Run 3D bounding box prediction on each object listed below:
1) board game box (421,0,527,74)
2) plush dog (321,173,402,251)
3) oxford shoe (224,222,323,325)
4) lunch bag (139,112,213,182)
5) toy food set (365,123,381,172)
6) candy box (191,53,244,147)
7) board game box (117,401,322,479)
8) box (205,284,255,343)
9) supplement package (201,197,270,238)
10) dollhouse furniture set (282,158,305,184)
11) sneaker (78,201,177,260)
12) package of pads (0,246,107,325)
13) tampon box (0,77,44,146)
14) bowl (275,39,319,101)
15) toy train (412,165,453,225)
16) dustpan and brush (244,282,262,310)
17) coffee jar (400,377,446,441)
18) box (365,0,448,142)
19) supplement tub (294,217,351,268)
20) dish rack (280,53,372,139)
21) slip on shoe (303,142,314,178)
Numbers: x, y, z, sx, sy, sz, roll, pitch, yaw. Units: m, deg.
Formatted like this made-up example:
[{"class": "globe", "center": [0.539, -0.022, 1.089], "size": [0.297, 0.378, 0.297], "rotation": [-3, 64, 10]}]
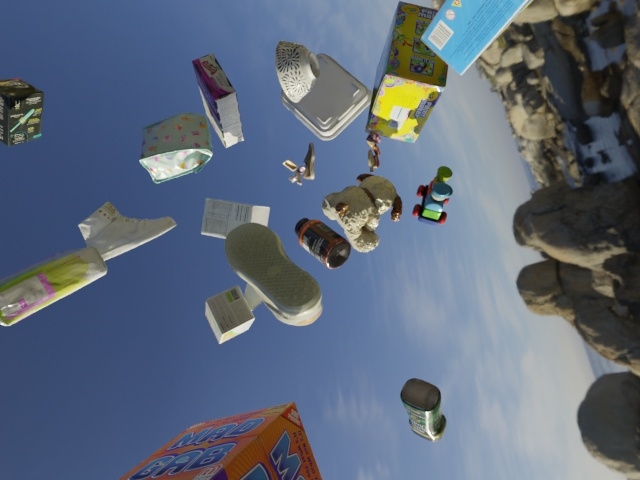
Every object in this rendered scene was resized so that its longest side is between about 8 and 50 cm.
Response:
[{"class": "board game box", "center": [0.311, -0.415, 0.566], "size": [0.086, 0.308, 0.302], "rotation": [43, -109, 0]}, {"class": "plush dog", "center": [0.148, -0.129, 1.460], "size": [0.262, 0.225, 0.211], "rotation": [50, 169, 23]}, {"class": "oxford shoe", "center": [-0.141, 0.091, 1.237], "size": [0.449, 0.169, 0.130], "rotation": [40, 158, 43]}, {"class": "lunch bag", "center": [-0.548, -0.370, 1.705], "size": [0.160, 0.262, 0.224], "rotation": [72, -178, -53]}, {"class": "toy food set", "center": [0.144, -0.245, 1.157], "size": [0.078, 0.019, 0.122], "rotation": [-36, -60, -58]}, {"class": "candy box", "center": [-0.305, -0.416, 1.326], "size": [0.159, 0.071, 0.233], "rotation": [59, 165, 16]}, {"class": "board game box", "center": [-0.223, 0.650, 1.019], "size": [0.356, 0.356, 0.357], "rotation": [-14, -97, -65]}, {"class": "box", "center": [-0.278, 0.228, 1.320], "size": [0.103, 0.203, 0.114], "rotation": [-25, -101, -22]}, {"class": "supplement package", "center": [-0.342, -0.082, 1.783], "size": [0.194, 0.203, 0.149], "rotation": [-11, -69, -76]}, {"class": "dollhouse furniture set", "center": [-0.124, -0.276, 1.840], "size": [0.114, 0.091, 0.081], "rotation": [32, -137, -40]}, {"class": "sneaker", "center": [-0.626, -0.055, 1.400], "size": [0.108, 0.292, 0.169], "rotation": [-122, 9, -82]}, {"class": "package of pads", "center": [-0.784, 0.118, 1.225], "size": [0.296, 0.229, 0.101], "rotation": [-38, -66, -44]}, {"class": "tampon box", "center": [-0.929, -0.391, 1.324], "size": [0.101, 0.161, 0.120], "rotation": [30, -149, 4]}, {"class": "bowl", "center": [-0.052, -0.485, 1.235], "size": [0.170, 0.080, 0.170], "rotation": [-4, -90, -66]}, {"class": "toy train", "center": [0.373, -0.181, 1.383], "size": [0.143, 0.105, 0.248], "rotation": [101, -173, -55]}, {"class": "dustpan and brush", "center": [-0.203, 0.143, 1.431], "size": [0.211, 0.147, 0.060], "rotation": [37, 164, 46]}, {"class": "coffee jar", "center": [0.266, 0.437, 1.117], "size": [0.079, 0.096, 0.184], "rotation": [-51, -43, -32]}, {"class": "box", "center": [0.271, -0.517, 1.377], "size": [0.290, 0.176, 0.279], "rotation": [107, 174, -71]}, {"class": "supplement tub", "center": [0.000, 0.000, 1.391], "size": [0.198, 0.106, 0.106], "rotation": [39, -178, 41]}, {"class": "dish rack", "center": [0.013, -0.600, 1.778], "size": [0.333, 0.285, 0.072], "rotation": [46, 180, 18]}, {"class": "slip on shoe", "center": [-0.044, -0.297, 1.632], "size": [0.051, 0.041, 0.136], "rotation": [-125, 35, -80]}]
